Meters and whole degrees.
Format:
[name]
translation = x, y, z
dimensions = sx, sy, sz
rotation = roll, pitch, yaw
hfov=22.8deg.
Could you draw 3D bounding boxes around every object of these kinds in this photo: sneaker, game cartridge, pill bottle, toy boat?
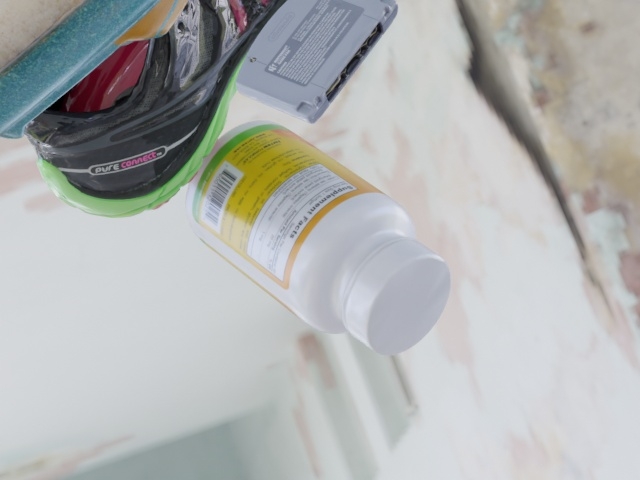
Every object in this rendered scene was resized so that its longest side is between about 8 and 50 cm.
[sneaker]
translation = -0.120, -0.255, 1.409
dimensions = 0.185, 0.483, 0.202
rotation = 16, -12, 25
[game cartridge]
translation = -0.004, -0.101, 0.820
dimensions = 0.083, 0.056, 0.017
rotation = -53, -27, -20
[pill bottle]
translation = 0.000, 0.000, 1.442
dimensions = 0.136, 0.245, 0.136
rotation = -27, -45, -31
[toy boat]
translation = -0.165, -0.173, 1.078
dimensions = 0.267, 0.148, 0.318
rotation = -40, 19, 5
